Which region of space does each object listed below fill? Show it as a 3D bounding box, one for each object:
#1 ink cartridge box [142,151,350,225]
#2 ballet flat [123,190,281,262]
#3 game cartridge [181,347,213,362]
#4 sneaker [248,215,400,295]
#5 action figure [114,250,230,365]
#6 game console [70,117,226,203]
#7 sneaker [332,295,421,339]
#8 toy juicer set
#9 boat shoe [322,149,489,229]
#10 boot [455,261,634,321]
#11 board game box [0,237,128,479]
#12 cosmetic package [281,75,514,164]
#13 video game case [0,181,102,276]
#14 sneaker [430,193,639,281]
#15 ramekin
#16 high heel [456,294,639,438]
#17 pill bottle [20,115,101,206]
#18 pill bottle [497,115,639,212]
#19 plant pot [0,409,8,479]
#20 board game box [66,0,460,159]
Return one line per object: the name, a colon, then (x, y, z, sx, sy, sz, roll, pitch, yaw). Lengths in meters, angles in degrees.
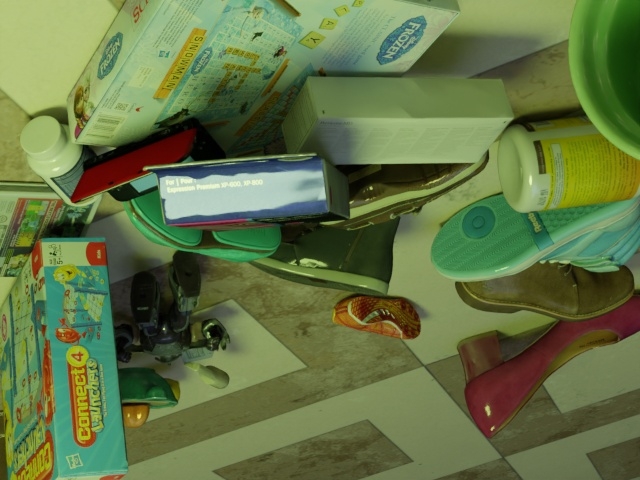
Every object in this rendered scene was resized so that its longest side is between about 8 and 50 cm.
ink cartridge box: (-0.068, -0.050, 1.448, 0.176, 0.069, 0.371, -4, 177, 6)
ballet flat: (-0.167, -0.015, 1.692, 0.247, 0.083, 0.087, 15, 155, -39)
game cartridge: (-0.198, 0.168, 2.073, 0.056, 0.017, 0.083, -9, 152, -1)
sneaker: (0.000, 0.000, 1.806, 0.222, 0.118, 0.083, 11, 168, 15)
action figure: (-0.227, 0.124, 1.899, 0.185, 0.099, 0.285, -13, 155, -12)
game console: (-0.186, -0.068, 1.436, 0.144, 0.085, 0.124, -19, 146, 14)
sneaker: (0.092, 0.121, 2.086, 0.175, 0.064, 0.067, 20, 157, -39)
toy juicer set: (-0.265, 0.247, 2.024, 0.329, 0.089, 0.209, -10, 165, 29)
boat shoe: (0.109, -0.076, 1.687, 0.258, 0.095, 0.095, -16, 148, 29)
boot: (0.369, 0.050, 2.027, 0.305, 0.112, 0.115, 1, 138, -22)
board game box: (-0.344, 0.190, 1.702, 0.086, 0.301, 0.308, 1, 157, -24)
cosmetic package: (0.086, -0.135, 1.461, 0.239, 0.060, 0.099, -2, 154, -23)
video game case: (-0.389, -0.012, 1.656, 0.184, 0.023, 0.201, 1, 147, -25)
sneaker: (0.333, 0.005, 1.899, 0.319, 0.127, 0.208, -21, 150, 16)
ramekin: (0.432, -0.207, 1.388, 0.303, 0.303, 0.148, -29, 156, 26)
high heel: (0.432, 0.218, 2.265, 0.377, 0.181, 0.127, -18, 152, 9)
pill bottle: (-0.296, -0.093, 1.502, 0.067, 0.067, 0.120, -18, 152, 8)
pill bottle: (0.349, -0.105, 1.712, 0.215, 0.117, 0.117, -7, 151, -11)
plant pot: (-0.511, 0.388, 2.177, 0.167, 0.165, 0.167, -10, 151, -6)
board game box: (-0.068, -0.198, 1.411, 0.318, 0.065, 0.319, 6, 147, -32)
